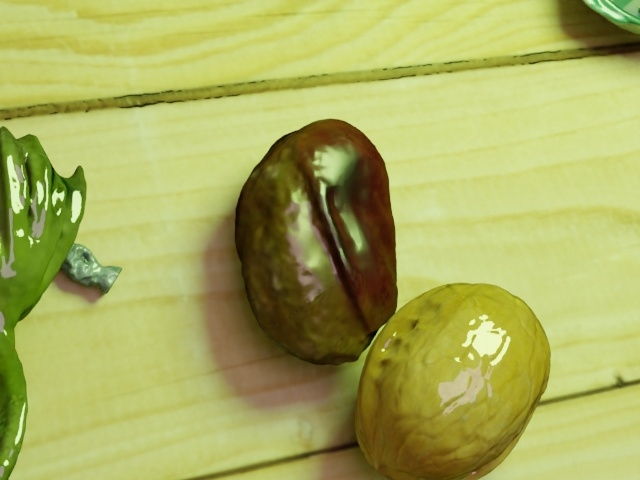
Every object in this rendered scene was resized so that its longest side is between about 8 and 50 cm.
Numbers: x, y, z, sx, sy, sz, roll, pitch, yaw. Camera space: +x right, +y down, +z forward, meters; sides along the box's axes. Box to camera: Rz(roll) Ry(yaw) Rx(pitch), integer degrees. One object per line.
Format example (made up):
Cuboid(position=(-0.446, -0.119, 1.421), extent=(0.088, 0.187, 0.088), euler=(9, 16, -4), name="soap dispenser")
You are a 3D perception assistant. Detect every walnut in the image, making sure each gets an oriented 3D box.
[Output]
Cuboid(position=(0.114, 0.128, 1.200), extent=(0.159, 0.159, 0.207), euler=(42, 66, -1), name="walnut")

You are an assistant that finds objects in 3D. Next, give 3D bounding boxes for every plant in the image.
Cuboid(position=(-0.263, 0.076, 1.057), extent=(0.251, 0.180, 0.334), euler=(-21, 71, -17), name="plant")

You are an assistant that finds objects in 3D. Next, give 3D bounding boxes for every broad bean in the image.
Cuboid(position=(0.000, 0.001, 1.232), extent=(0.156, 0.122, 0.229), euler=(14, 70, -43), name="broad bean")

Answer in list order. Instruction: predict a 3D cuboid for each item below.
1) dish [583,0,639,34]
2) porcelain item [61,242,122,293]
Cuboid(position=(0.358, -0.289, 1.496), extent=(0.246, 0.078, 0.224), euler=(43, 62, 1), name="dish")
Cuboid(position=(-0.216, 0.016, 1.196), extent=(0.083, 0.028, 0.036), euler=(28, 66, -7), name="porcelain item")
